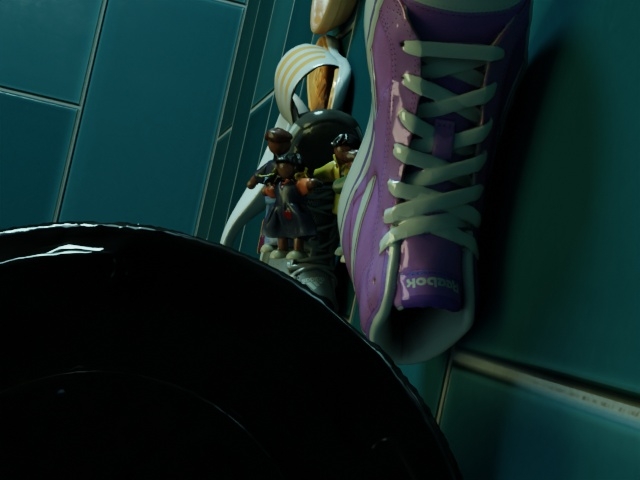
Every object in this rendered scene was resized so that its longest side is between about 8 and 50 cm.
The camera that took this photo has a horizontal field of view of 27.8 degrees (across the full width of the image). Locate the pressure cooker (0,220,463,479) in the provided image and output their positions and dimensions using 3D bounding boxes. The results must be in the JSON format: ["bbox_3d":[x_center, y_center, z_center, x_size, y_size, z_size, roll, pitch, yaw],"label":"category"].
[{"bbox_3d":[-0.129,0.222,0.701,0.375,0.370,0.420,62,157,19],"label":"pressure cooker"}]

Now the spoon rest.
[{"bbox_3d":[-0.069,-0.049,1.604,0.137,0.084,0.276,-137,60,-79],"label":"spoon rest"}]

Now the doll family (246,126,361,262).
[{"bbox_3d":[-0.003,-0.042,1.108,0.076,0.193,0.111,-14,-79,-53],"label":"doll family"}]

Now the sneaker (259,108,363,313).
[{"bbox_3d":[0.000,0.000,1.198,0.132,0.086,0.229,-100,17,-47],"label":"sneaker"}]

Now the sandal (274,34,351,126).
[{"bbox_3d":[-0.018,-0.181,1.499,0.265,0.076,0.102,-102,27,-68],"label":"sandal"}]

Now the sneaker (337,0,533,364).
[{"bbox_3d":[0.075,-0.045,0.767,0.161,0.102,0.282,-94,9,-50],"label":"sneaker"}]

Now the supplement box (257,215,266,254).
[{"bbox_3d":[-0.036,-0.009,1.442,0.083,0.055,0.043,135,147,-71],"label":"supplement box"}]

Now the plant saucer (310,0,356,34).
[{"bbox_3d":[0.031,-0.342,1.545,0.200,0.037,0.200,-168,90,-81],"label":"plant saucer"}]
